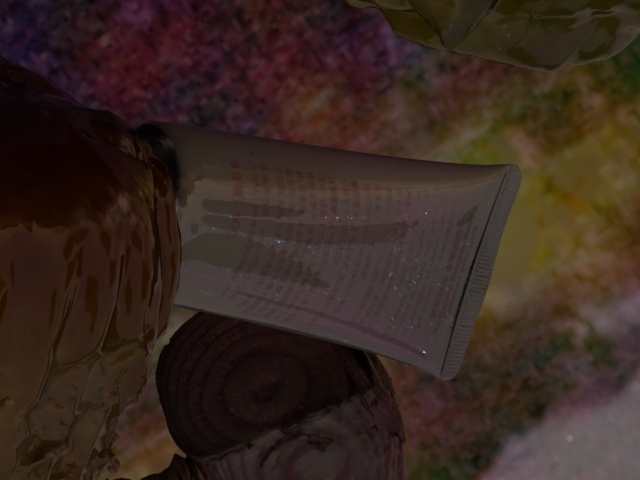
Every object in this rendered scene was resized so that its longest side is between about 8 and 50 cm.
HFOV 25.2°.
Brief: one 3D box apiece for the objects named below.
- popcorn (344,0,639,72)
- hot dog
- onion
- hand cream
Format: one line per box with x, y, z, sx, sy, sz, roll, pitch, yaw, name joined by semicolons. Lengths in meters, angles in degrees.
0.092;-0.172;0.500;0.249;0.225;0.249;-20;149;-12;popcorn
-0.236;0.017;0.529;0.367;0.196;0.365;-7;-167;-13;hot dog
-0.031;0.192;1.464;0.272;0.230;0.256;-12;-134;19;onion
0.000;0.000;1.065;0.358;0.186;0.118;11;-173;-39;hand cream
